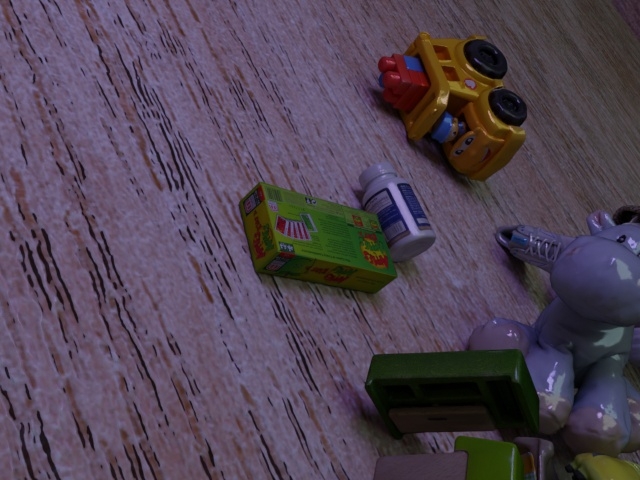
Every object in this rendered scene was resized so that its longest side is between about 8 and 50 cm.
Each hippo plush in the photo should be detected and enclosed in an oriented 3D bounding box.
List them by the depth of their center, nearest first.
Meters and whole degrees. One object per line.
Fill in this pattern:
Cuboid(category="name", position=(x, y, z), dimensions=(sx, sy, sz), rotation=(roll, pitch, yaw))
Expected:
Cuboid(category="hippo plush", position=(0.360, 0.110, 0.987), dimensions=(0.294, 0.236, 0.234), rotation=(-8, 45, -49))

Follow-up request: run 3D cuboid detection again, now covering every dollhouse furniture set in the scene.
Cuboid(category="dollhouse furniture set", position=(0.155, 0.277, 0.798), dimensions=(0.197, 0.151, 0.301), rotation=(-74, 146, -44))

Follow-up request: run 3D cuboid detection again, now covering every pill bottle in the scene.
Cuboid(category="pill bottle", position=(0.094, -0.038, 1.028), dimensions=(0.067, 0.067, 0.120), rotation=(2, 57, -47))

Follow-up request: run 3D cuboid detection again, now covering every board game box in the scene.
Cuboid(category="board game box", position=(0.000, 0.000, 0.908), dimensions=(0.181, 0.043, 0.092), rotation=(13, 49, -40))

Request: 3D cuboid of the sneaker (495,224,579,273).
Cuboid(category="sneaker", position=(0.325, 0.014, 1.184), dimensions=(0.083, 0.071, 0.191), rotation=(16, 2, -23))

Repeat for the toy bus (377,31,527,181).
Cuboid(category="toy bus", position=(0.187, -0.215, 1.246), dimensions=(0.212, 0.149, 0.220), rotation=(2, 58, -31))

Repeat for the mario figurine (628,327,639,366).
Cuboid(category="mario figurine", position=(0.543, 0.197, 1.105), dimensions=(0.198, 0.320, 0.170), rotation=(-17, 23, -16))

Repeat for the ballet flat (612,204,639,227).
Cuboid(category="ballet flat", position=(0.597, 0.088, 1.416), dimensions=(0.182, 0.164, 0.482), rotation=(19, 34, -5))

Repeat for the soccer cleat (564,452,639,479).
Cuboid(category="soccer cleat", position=(0.351, 0.277, 0.889), dimensions=(0.289, 0.121, 0.093), rotation=(42, 27, -57))

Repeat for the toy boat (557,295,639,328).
Cuboid(category="toy boat", position=(0.483, 0.109, 1.256), dimensions=(0.231, 0.151, 0.151), rotation=(-1, 48, -10))
